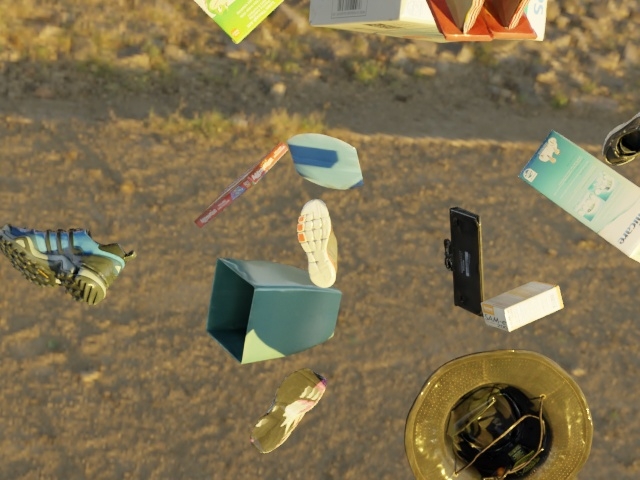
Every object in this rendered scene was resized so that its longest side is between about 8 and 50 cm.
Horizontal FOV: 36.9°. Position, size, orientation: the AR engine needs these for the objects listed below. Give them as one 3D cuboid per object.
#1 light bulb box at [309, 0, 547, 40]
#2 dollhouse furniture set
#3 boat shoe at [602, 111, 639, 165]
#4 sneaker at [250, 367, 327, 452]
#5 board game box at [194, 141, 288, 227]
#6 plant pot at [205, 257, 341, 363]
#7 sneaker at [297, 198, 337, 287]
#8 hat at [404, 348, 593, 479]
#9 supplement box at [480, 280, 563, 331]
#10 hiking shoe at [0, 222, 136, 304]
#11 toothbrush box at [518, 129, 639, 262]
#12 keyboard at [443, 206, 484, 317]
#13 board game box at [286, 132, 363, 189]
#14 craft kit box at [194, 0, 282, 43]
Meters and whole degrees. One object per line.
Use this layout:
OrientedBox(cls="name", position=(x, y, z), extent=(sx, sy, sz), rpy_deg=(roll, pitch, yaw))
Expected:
OrientedBox(cls="light bulb box", position=(0.221, -0.535, 1.968), extent=(0.361, 0.225, 0.358), rpy_deg=(1, 9, -30))
OrientedBox(cls="dollhouse furniture set", position=(0.219, -0.492, 1.382), extent=(0.152, 0.201, 0.374), rpy_deg=(-7, 61, -18))
OrientedBox(cls="boat shoe", position=(0.415, -0.133, 1.298), extent=(0.049, 0.142, 0.040), rpy_deg=(37, 69, 5))
OrientedBox(cls="sneaker", position=(-0.062, 0.302, 1.698), extent=(0.072, 0.077, 0.178), rpy_deg=(41, 70, 12))
OrientedBox(cls="board game box", position=(-0.193, -0.129, 2.287), extent=(0.027, 0.281, 0.145), rpy_deg=(45, 51, -10))
OrientedBox(cls="plant pot", position=(-0.087, 0.138, 1.974), extent=(0.234, 0.166, 0.165), rpy_deg=(0, 20, -35))
OrientedBox(cls="sneaker", position=(0.000, 0.000, 1.681), extent=(0.061, 0.158, 0.065), rpy_deg=(1, 18, 19))
OrientedBox(cls="hat", position=(0.285, 0.299, 1.617), extent=(0.331, 0.331, 0.134), rpy_deg=(7, 19, -12))
OrientedBox(cls="supplement box", position=(0.292, 0.094, 1.390), extent=(0.098, 0.036, 0.062), rpy_deg=(-20, 13, -20))
OrientedBox(cls="hiking shoe", position=(-0.522, 0.027, 1.940), extent=(0.304, 0.113, 0.132), rpy_deg=(23, 52, 23))
OrientedBox(cls="toothbrush box", position=(0.589, -0.082, 1.994), extent=(0.295, 0.126, 0.216), rpy_deg=(40, 13, 29))
OrientedBox(cls="keyboard", position=(0.245, 0.033, 1.627), extent=(0.023, 0.180, 0.108), rpy_deg=(-15, 21, -27))
OrientedBox(cls="board game box", position=(0.013, -0.156, 1.765), extent=(0.133, 0.169, 0.033), rpy_deg=(10, 61, 17))
OrientedBox(cls="craft kit box", position=(-0.116, -0.450, 1.352), extent=(0.246, 0.250, 0.061), rpy_deg=(45, 22, -18))
